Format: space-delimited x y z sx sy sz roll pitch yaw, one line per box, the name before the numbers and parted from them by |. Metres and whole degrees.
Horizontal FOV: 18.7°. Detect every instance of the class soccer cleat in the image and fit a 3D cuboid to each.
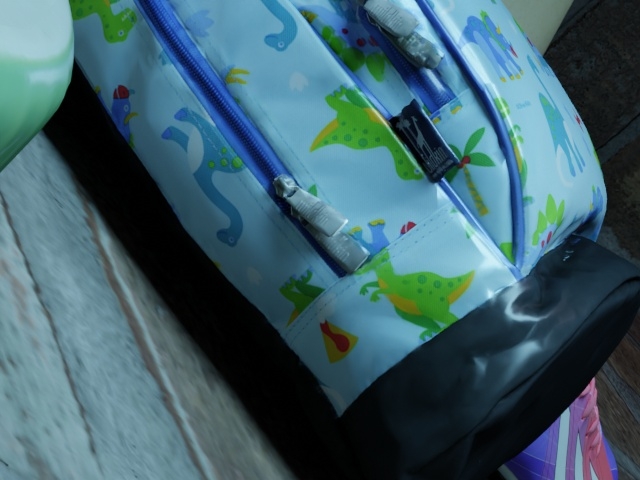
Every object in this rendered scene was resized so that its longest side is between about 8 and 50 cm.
soccer cleat | 0.144 0.103 1.285 0.318 0.116 0.109 38 16 -51

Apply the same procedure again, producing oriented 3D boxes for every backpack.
backpack | 0.009 -0.061 1.016 0.355 0.273 0.290 40 14 14

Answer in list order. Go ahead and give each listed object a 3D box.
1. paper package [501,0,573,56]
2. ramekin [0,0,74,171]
paper package | 0.019 -0.278 1.598 0.325 0.168 0.309 34 -9 -34
ramekin | -0.192 -0.090 0.412 0.303 0.148 0.303 48 10 -12
